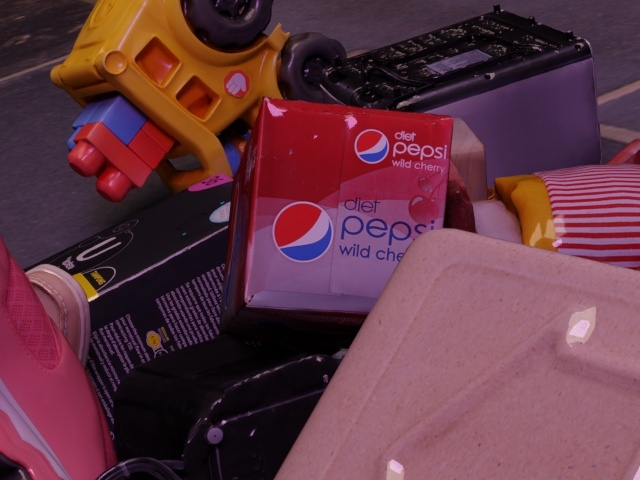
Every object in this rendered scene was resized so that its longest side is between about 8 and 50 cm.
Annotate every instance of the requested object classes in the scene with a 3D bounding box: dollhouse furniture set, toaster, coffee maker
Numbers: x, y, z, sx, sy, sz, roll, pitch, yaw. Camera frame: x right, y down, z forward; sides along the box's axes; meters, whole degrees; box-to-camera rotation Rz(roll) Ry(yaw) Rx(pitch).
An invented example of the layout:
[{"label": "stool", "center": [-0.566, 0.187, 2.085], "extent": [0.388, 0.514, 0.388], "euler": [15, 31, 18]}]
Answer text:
[{"label": "dollhouse furniture set", "center": [0.136, -0.020, 0.979], "extent": [0.201, 0.152, 0.374], "euler": [-5, 21, -5]}, {"label": "toaster", "center": [0.095, -0.088, 1.311], "extent": [0.185, 0.110, 0.168], "euler": [-19, 20, -13]}, {"label": "coffee maker", "center": [-0.036, 0.095, 0.805], "extent": [0.171, 0.120, 0.178], "euler": [9, -5, -19]}]

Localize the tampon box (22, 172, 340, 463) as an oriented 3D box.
[{"label": "tampon box", "center": [-0.092, 0.045, 1.057], "extent": [0.161, 0.101, 0.120], "euler": [-28, 18, -12]}]

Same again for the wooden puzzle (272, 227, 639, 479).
[{"label": "wooden puzzle", "center": [0.073, 0.165, 0.516], "extent": [0.347, 0.080, 0.322], "euler": [11, 66, 52]}]

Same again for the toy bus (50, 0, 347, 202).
[{"label": "toy bus", "center": [-0.103, -0.105, 1.438], "extent": [0.149, 0.220, 0.211], "euler": [-5, 49, 58]}]

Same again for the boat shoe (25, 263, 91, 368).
[{"label": "boat shoe", "center": [-0.175, 0.092, 0.952], "extent": [0.063, 0.170, 0.059], "euler": [30, 16, 16]}]

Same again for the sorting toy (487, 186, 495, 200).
[{"label": "sorting toy", "center": [0.132, -0.026, 1.216], "extent": [0.102, 0.042, 0.061], "euler": [-14, 20, 0]}]

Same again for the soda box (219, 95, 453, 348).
[{"label": "soda box", "center": [0.000, 0.000, 0.869], "extent": [0.083, 0.092, 0.263], "euler": [6, -6, -6]}]

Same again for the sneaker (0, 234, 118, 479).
[{"label": "sneaker", "center": [-0.177, 0.052, 0.855], "extent": [0.116, 0.314, 0.136], "euler": [-19, 8, 11]}]

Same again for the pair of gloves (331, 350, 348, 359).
[{"label": "pair of gloves", "center": [0.046, 0.094, 0.986], "extent": [0.159, 0.023, 0.198], "euler": [-4, 23, 23]}]
